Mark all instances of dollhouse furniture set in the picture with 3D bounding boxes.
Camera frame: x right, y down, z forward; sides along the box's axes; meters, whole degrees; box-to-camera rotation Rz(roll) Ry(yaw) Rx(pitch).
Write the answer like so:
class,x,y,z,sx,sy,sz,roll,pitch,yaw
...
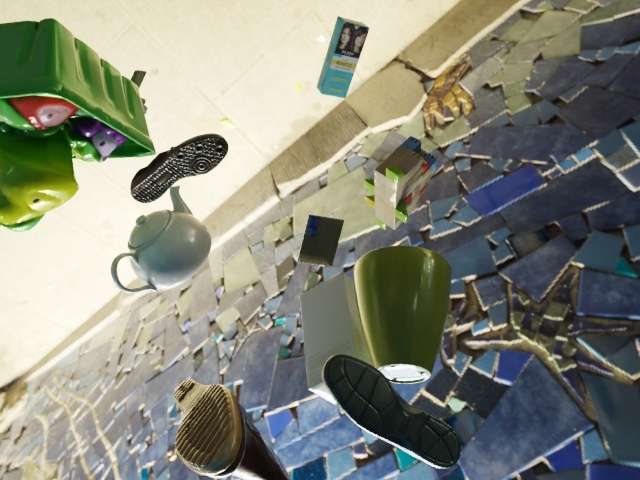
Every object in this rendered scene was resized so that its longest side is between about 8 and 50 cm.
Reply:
class,x,y,z,sx,sy,sz,roll,pitch,yaw
dollhouse furniture set,-0.491,-0.413,1.300,0.081,0.090,0.115,39,66,-59

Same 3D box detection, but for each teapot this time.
class,x,y,z,sx,sy,sz,roll,pitch,yaw
teapot,-0.448,0.006,1.296,0.252,0.256,0.187,-35,127,2

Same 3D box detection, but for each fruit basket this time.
class,x,y,z,sx,sy,sz,roll,pitch,yaw
fruit basket,-0.547,-0.200,0.950,0.282,0.392,0.393,-2,130,8

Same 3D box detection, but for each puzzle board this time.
class,x,y,z,sx,sy,sz,roll,pitch,yaw
puzzle board,0.000,0.000,1.174,0.096,0.011,0.128,8,107,-20

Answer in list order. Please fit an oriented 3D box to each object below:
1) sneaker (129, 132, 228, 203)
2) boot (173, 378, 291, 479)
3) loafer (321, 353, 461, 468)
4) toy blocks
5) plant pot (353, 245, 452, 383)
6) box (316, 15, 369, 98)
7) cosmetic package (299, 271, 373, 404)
class,x,y,z,sx,sy,sz,roll,pitch,yaw
sneaker,-0.241,-0.136,0.771,0.188,0.071,0.066,-27,136,10
boot,-0.094,0.281,0.613,0.207,0.248,0.090,48,72,-17
loafer,0.107,0.297,0.785,0.267,0.096,0.084,36,150,2
toy blocks,0.316,-0.224,1.677,0.261,0.190,0.382,-44,154,-17
plant pot,0.214,0.211,1.219,0.274,0.294,0.275,5,144,4
box,0.073,-0.612,1.558,0.100,0.060,0.245,1,129,-26
cosmetic package,0.059,0.309,1.508,0.196,0.366,0.155,-30,130,22
